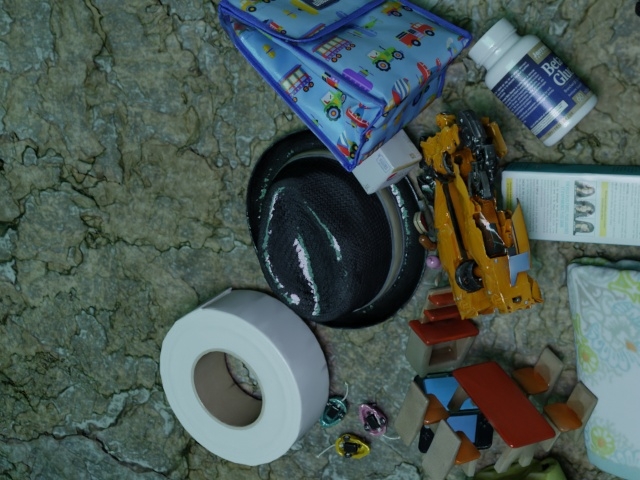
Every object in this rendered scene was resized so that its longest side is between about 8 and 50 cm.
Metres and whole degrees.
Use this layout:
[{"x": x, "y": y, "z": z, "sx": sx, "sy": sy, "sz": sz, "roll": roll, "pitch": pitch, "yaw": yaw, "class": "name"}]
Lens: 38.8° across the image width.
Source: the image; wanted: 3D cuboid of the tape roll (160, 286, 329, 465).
[{"x": -0.130, "y": 0.228, "z": 1.527, "sx": 0.286, "sy": 0.100, "sz": 0.286, "roll": 12, "pitch": 115, "yaw": 28, "class": "tape roll"}]

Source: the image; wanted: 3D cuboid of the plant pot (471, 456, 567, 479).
[{"x": 0.315, "y": 0.477, "z": 1.374, "sx": 0.276, "sy": 0.276, "sz": 0.254, "roll": -22, "pitch": 87, "yaw": 27, "class": "plant pot"}]

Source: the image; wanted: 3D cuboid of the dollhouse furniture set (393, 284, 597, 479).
[{"x": 0.230, "y": 0.196, "z": 1.307, "sx": 0.259, "sy": 0.262, "sz": 0.135, "roll": 52, "pitch": 139, "yaw": 42, "class": "dollhouse furniture set"}]

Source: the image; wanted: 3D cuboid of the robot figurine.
[{"x": 0.215, "y": -0.040, "z": 1.266, "sx": 0.211, "sy": 0.085, "sz": 0.291, "roll": 157, "pitch": 102, "yaw": -71, "class": "robot figurine"}]

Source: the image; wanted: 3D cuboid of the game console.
[{"x": 0.207, "y": 0.271, "z": 1.439, "sx": 0.122, "sy": 0.107, "sz": 0.071, "roll": -10, "pitch": 132, "yaw": 26, "class": "game console"}]

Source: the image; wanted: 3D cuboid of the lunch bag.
[{"x": 0.016, "y": -0.274, "z": 1.239, "sx": 0.293, "sy": 0.221, "sz": 0.138, "roll": 40, "pitch": 143, "yaw": 10, "class": "lunch bag"}]

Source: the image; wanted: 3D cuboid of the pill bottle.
[{"x": 0.282, "y": -0.216, "z": 1.224, "sx": 0.169, "sy": 0.094, "sz": 0.094, "roll": 46, "pitch": 118, "yaw": 3, "class": "pill bottle"}]

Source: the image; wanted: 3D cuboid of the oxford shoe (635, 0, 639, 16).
[{"x": 0.496, "y": -0.348, "z": 1.111, "sx": 0.096, "sy": 0.083, "sz": 0.227, "roll": 29, "pitch": 116, "yaw": -16, "class": "oxford shoe"}]

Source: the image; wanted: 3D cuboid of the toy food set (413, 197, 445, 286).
[{"x": 0.168, "y": 0.003, "z": 1.353, "sx": 0.019, "sy": 0.078, "sz": 0.122, "roll": -12, "pitch": 112, "yaw": 28, "class": "toy food set"}]

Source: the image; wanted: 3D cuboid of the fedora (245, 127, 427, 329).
[{"x": 0.000, "y": 0.000, "z": 1.384, "sx": 0.334, "sy": 0.152, "sz": 0.334, "roll": 7, "pitch": 110, "yaw": 20, "class": "fedora"}]

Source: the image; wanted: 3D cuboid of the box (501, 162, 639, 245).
[{"x": 0.377, "y": -0.052, "z": 1.259, "sx": 0.244, "sy": 0.060, "sz": 0.101, "roll": 4, "pitch": 110, "yaw": 22, "class": "box"}]

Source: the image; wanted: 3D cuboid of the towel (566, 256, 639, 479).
[{"x": 0.513, "y": 0.191, "z": 1.214, "sx": 0.374, "sy": 0.090, "sz": 0.321, "roll": 6, "pitch": 108, "yaw": 46, "class": "towel"}]

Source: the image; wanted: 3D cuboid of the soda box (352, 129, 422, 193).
[{"x": 0.050, "y": -0.178, "z": 1.316, "sx": 0.216, "sy": 0.074, "sz": 0.069, "roll": 56, "pitch": 135, "yaw": 11, "class": "soda box"}]

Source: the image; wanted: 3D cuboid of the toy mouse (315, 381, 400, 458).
[{"x": 0.057, "y": 0.297, "z": 1.530, "sx": 0.161, "sy": 0.031, "sz": 0.143, "roll": -4, "pitch": 106, "yaw": 24, "class": "toy mouse"}]
